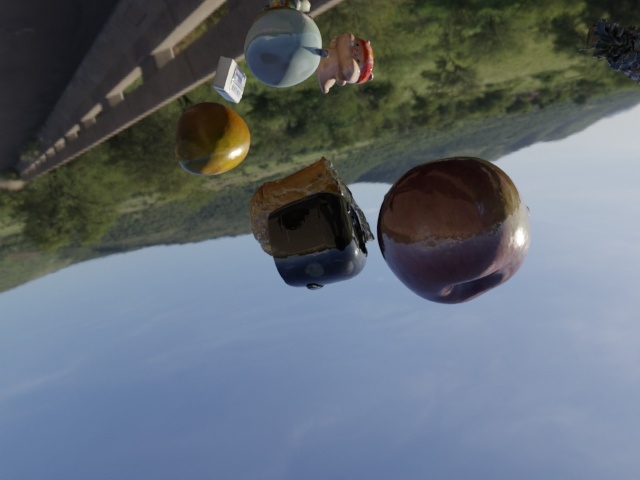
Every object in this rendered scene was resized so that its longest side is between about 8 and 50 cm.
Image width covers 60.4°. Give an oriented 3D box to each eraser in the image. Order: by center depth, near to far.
[{"bbox_3d":[-0.358,-0.631,2.165,0.067,0.125,0.210,18,-178,5],"label":"eraser"}]

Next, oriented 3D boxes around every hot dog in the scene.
[{"bbox_3d":[-0.052,-0.077,1.891,0.365,0.367,0.196,-23,-141,13],"label":"hot dog"}]

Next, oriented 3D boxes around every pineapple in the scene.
[{"bbox_3d":[0.853,-0.525,1.508,0.340,0.169,0.169,3,-179,-28],"label":"pineapple"}]

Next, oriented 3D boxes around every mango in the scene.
[{"bbox_3d":[-0.255,-0.238,1.306,0.175,0.139,0.255,-7,-141,-8],"label":"mango"}]

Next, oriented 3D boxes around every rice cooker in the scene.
[{"bbox_3d":[0.000,0.000,1.468,0.224,0.267,0.267,-17,-173,13],"label":"rice cooker"}]

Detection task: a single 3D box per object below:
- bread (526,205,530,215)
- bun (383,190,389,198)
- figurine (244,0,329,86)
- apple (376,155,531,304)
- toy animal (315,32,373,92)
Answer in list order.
[{"bbox_3d":[0.400,-0.067,1.212,0.119,0.067,0.192,28,-162,15],"label":"bread"},{"bbox_3d":[0.345,-0.119,1.982,0.281,0.282,0.205,-14,-157,-16],"label":"bun"},{"bbox_3d":[-0.135,-0.625,1.534,0.224,0.382,0.205,-22,163,12],"label":"figurine"},{"bbox_3d":[0.249,-0.013,1.020,0.305,0.235,0.306,-13,153,-7],"label":"apple"},{"bbox_3d":[0.079,-0.591,1.830,0.197,0.172,0.171,-11,-171,12],"label":"toy animal"}]
